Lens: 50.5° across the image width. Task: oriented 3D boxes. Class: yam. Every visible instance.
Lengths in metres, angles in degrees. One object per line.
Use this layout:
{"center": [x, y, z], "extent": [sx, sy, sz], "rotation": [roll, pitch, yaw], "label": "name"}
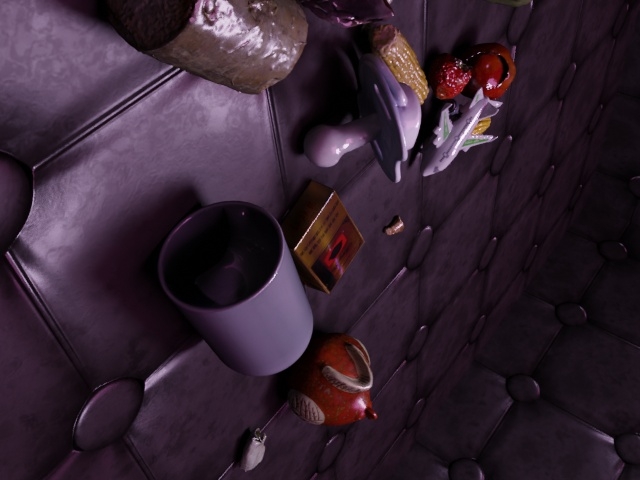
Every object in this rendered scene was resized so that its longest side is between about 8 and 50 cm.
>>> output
{"center": [-0.136, -0.285, 0.874], "extent": [0.268, 0.161, 0.161], "rotation": [8, 107, -61], "label": "yam"}

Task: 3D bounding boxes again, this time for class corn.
{"center": [0.402, -0.308, 1.845], "extent": [0.203, 0.072, 0.072], "rotation": [-28, 137, -48], "label": "corn"}
{"center": [0.162, -0.343, 1.376], "extent": [0.087, 0.086, 0.288], "rotation": [-62, 157, -2], "label": "corn"}

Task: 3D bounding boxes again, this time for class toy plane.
{"center": [0.329, -0.265, 1.674], "extent": [0.255, 0.101, 0.251], "rotation": [-48, 144, 21], "label": "toy plane"}

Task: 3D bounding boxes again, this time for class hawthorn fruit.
{"center": [0.393, -0.414, 1.671], "extent": [0.172, 0.148, 0.148], "rotation": [-10, 124, -36], "label": "hawthorn fruit"}

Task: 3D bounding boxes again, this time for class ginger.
{"center": [0.203, -0.038, 1.783], "extent": [0.097, 0.030, 0.048], "rotation": [-15, 128, -56], "label": "ginger"}

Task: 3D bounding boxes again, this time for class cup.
{"center": [-0.129, 0.102, 1.173], "extent": [0.205, 0.205, 0.312], "rotation": [-51, 150, -21], "label": "cup"}

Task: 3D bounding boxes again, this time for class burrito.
{"center": [-0.159, 0.496, 1.628], "extent": [0.074, 0.044, 0.118], "rotation": [-29, 139, -49], "label": "burrito"}

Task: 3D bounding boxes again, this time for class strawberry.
{"center": [0.294, -0.380, 1.581], "extent": [0.106, 0.106, 0.106], "rotation": [-39, 144, -36], "label": "strawberry"}

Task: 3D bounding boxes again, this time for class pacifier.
{"center": [0.070, -0.218, 1.290], "extent": [0.225, 0.239, 0.287], "rotation": [-23, 171, -7], "label": "pacifier"}

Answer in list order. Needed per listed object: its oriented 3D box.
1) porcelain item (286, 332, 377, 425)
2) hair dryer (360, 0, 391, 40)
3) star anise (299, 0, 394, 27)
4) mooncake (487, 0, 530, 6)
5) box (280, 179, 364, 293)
{"center": [0.048, 0.356, 1.657], "extent": [0.253, 0.253, 0.253], "rotation": [-39, 144, -36], "label": "porcelain item"}
{"center": [0.175, -0.531, 1.298], "extent": [0.229, 0.092, 0.267], "rotation": [-38, 158, -48], "label": "hair dryer"}
{"center": [-0.044, -0.373, 0.835], "extent": [0.118, 0.332, 0.331], "rotation": [-51, 155, 17], "label": "star anise"}
{"center": [0.368, -0.629, 1.282], "extent": [0.356, 0.194, 0.357], "rotation": [19, 90, -86], "label": "mooncake"}
{"center": [0.000, 0.000, 1.443], "extent": [0.159, 0.071, 0.240], "rotation": [-57, 151, -14], "label": "box"}
